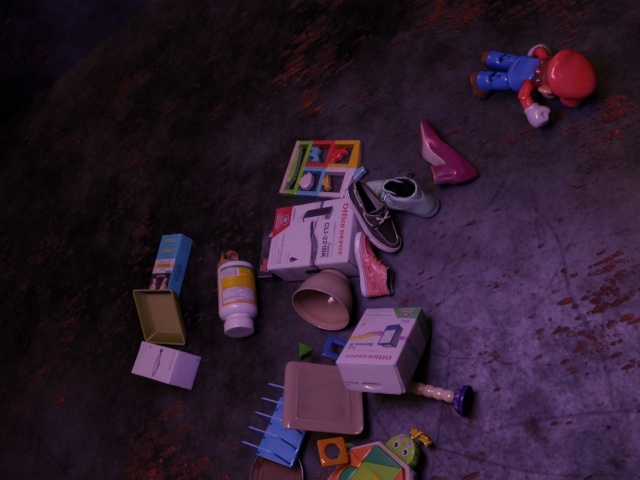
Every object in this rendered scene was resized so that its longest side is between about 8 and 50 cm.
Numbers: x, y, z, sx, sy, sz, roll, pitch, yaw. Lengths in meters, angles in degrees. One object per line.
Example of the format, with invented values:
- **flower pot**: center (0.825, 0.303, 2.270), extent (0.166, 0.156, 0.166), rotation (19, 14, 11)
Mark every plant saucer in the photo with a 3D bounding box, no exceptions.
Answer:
- **plant saucer**: center (-0.108, 0.612, 1.487), extent (0.168, 0.029, 0.169), rotation (-16, 60, 29)
- **plant saucer**: center (-0.513, 0.242, 1.887), extent (0.188, 0.045, 0.189), rotation (-4, 103, 33)

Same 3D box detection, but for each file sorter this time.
- **file sorter**: center (-0.108, 0.468, 1.483), extent (0.118, 0.104, 0.170), rotation (4, 57, 36)

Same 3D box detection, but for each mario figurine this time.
- **mario figurine**: center (0.553, -0.398, 1.480), extent (0.320, 0.170, 0.198), rotation (28, 122, 50)

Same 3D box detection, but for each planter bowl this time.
- **planter bowl**: center (0.018, 0.146, 1.554), extent (0.162, 0.162, 0.109), rotation (-5, 40, 33)

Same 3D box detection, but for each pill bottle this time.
- **pill bottle**: center (-0.247, 0.177, 1.732), extent (0.117, 0.117, 0.209), rotation (-23, 57, 24)

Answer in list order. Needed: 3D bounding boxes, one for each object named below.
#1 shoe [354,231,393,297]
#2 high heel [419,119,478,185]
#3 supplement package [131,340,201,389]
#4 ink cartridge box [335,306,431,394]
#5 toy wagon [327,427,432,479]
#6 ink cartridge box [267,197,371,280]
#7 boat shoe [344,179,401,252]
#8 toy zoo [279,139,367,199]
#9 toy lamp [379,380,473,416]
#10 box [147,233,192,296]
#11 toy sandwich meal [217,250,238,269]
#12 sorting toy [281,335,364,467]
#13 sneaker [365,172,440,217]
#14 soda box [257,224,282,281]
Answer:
- **shoe**: center (0.144, 0.061, 1.527), extent (0.081, 0.063, 0.178), rotation (-7, 92, 27)
- **high heel**: center (0.340, -0.247, 1.573), extent (0.117, 0.082, 0.244), rotation (-8, 47, 0)
- **supplement package**: center (-0.478, 0.387, 1.800), extent (0.179, 0.105, 0.105), rotation (4, 70, 35)
- **ink cartridge box**: center (0.152, 0.255, 1.368), extent (0.154, 0.093, 0.212), rotation (-6, 29, 32)
- **toy wagon**: center (0.114, 0.556, 1.288), extent (0.344, 0.068, 0.267), rotation (-52, 34, -9)
- **ink cartridge box**: center (0.000, 0.000, 1.647), extent (0.272, 0.114, 0.197), rotation (-7, 64, 31)
- **boat shoe**: center (0.145, -0.063, 1.535), extent (0.077, 0.219, 0.070), rotation (-39, 1, -26)
- **toy zoo**: center (0.018, -0.220, 1.794), extent (0.293, 0.030, 0.193), rotation (6, 72, 36)
- **toy lamp**: center (0.217, 0.343, 1.362), extent (0.274, 0.080, 0.080), rotation (7, 72, 34)
- **box**: center (-0.521, 0.102, 1.993), extent (0.100, 0.060, 0.245), rotation (-4, 66, 33)
- **toy sandwich meal**: center (-0.303, 0.070, 1.878), extent (0.085, 0.029, 0.086), rotation (-15, 61, 29)
- **sorting toy**: center (0.005, 0.394, 1.433), extent (0.195, 0.047, 0.348), rotation (5, 46, -4)
- **sneaker**: center (0.183, -0.140, 1.564), extent (0.255, 0.151, 0.094), rotation (15, 79, 39)
- **soda box**: center (-0.144, 0.039, 1.769), extent (0.060, 0.053, 0.169), rotation (-8, 65, 32)
